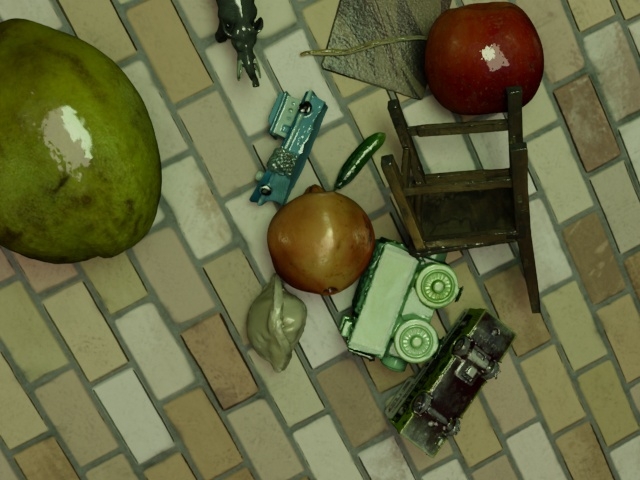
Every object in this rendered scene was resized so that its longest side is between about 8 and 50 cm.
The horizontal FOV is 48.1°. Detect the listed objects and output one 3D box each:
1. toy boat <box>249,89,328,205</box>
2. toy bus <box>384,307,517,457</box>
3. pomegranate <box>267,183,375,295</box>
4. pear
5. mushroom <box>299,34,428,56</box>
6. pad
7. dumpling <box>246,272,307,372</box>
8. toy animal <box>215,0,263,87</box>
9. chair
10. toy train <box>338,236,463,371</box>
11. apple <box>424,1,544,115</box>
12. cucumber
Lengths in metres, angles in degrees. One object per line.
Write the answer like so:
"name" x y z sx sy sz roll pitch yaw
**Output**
"toy boat" -0.072 -0.176 1.363 0.098 0.109 0.238 23 91 9
"toy bus" 0.262 0.281 1.457 0.113 0.139 0.301 39 83 -12
"pomegranate" -0.001 0.006 1.347 0.209 0.209 0.209 -1 98 -8
"pear" -0.445 -0.154 1.194 0.352 0.352 0.413 -29 97 -4
"mushroom" 0.101 -0.378 1.394 0.286 0.028 0.026 -4 141 -7
"pad" 0.146 -0.463 1.400 0.220 0.004 0.330 15 95 -10
"dumpling" -0.082 0.166 1.390 0.118 0.136 0.199 -7 109 -14
"toy animal" -0.150 -0.396 1.301 0.082 0.137 0.269 -11 91 -10
"chair" 0.273 -0.054 1.341 0.240 0.203 0.416 -6 134 14
"toy train" 0.157 0.120 1.410 0.188 0.159 0.271 19 95 -2
"apple" 0.303 -0.334 1.333 0.218 0.218 0.201 -8 112 -7
"cucumber" 0.072 -0.156 1.415 0.037 0.037 0.155 41 89 -11
